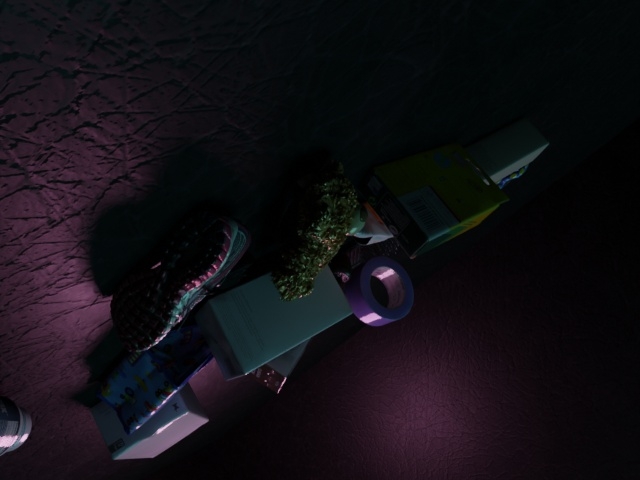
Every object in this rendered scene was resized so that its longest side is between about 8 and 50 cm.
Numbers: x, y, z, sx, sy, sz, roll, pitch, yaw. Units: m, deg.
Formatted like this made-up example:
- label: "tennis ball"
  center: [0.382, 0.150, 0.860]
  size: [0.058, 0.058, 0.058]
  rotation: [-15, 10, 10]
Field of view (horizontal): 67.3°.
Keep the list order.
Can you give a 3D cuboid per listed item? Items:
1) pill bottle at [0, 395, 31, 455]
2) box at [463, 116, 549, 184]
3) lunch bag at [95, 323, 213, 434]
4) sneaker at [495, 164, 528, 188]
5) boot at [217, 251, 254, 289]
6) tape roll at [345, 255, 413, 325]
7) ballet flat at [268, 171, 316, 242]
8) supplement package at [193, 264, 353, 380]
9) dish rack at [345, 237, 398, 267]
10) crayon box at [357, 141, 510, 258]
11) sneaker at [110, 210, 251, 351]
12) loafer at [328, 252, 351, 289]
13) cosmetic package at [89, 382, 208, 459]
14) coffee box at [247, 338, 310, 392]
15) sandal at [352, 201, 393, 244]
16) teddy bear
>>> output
- label: "pill bottle"
  center: [-0.568, 0.310, 0.798]
  size: [0.108, 0.108, 0.180]
  rotation: [-31, 162, -14]
- label: "box"
  center: [0.479, -0.228, 1.316]
  size: [0.275, 0.113, 0.094]
  rotation: [-27, 161, -21]
- label: "lunch bag"
  center: [-0.351, 0.296, 1.177]
  size: [0.221, 0.138, 0.293]
  rotation: [-45, 172, 26]
- label: "sneaker"
  center: [0.663, -0.232, 1.736]
  size: [0.188, 0.067, 0.078]
  rotation: [-46, 180, 26]
- label: "boot"
  center: [-0.196, 0.067, 0.962]
  size: [0.121, 0.045, 0.099]
  rotation: [-15, 159, -43]
- label: "tape roll"
  center: [0.171, 0.146, 1.385]
  size: [0.189, 0.188, 0.080]
  rotation: [-22, 172, -36]
- label: "ballet flat"
  center: [-0.047, -0.062, 0.887]
  size: [0.058, 0.049, 0.173]
  rotation: [-19, 156, -40]
- label: "supplement package"
  center: [-0.109, 0.170, 1.112]
  size: [0.293, 0.175, 0.177]
  rotation: [-25, 172, -30]
- label: "dish rack"
  center: [0.183, 0.017, 1.464]
  size: [0.272, 0.074, 0.208]
  rotation: [-32, 161, -9]
- label: "crayon box"
  center: [0.265, -0.104, 1.095]
  size: [0.319, 0.202, 0.081]
  rotation: [-21, 158, -35]
- label: "sneaker"
  center: [-0.231, 0.078, 0.799]
  size: [0.299, 0.120, 0.112]
  rotation: [-41, 163, 16]
- label: "loafer"
  center: [0.043, 0.092, 1.389]
  size: [0.220, 0.080, 0.078]
  rotation: [138, -30, -64]
- label: "cosmetic package"
  center: [-0.478, 0.511, 1.402]
  size: [0.217, 0.156, 0.385]
  rotation: [-30, 160, -17]
- label: "coffee box"
  center: [-0.078, 0.248, 1.324]
  size: [0.297, 0.119, 0.168]
  rotation: [-55, 174, -34]
- label: "sandal"
  center: [0.094, -0.038, 1.134]
  size: [0.076, 0.101, 0.265]
  rotation: [-30, 168, 26]
- label: "teddy bear"
  center: [0.000, 0.000, 0.922]
  size: [0.245, 0.113, 0.338]
  rotation: [-50, 172, -52]
